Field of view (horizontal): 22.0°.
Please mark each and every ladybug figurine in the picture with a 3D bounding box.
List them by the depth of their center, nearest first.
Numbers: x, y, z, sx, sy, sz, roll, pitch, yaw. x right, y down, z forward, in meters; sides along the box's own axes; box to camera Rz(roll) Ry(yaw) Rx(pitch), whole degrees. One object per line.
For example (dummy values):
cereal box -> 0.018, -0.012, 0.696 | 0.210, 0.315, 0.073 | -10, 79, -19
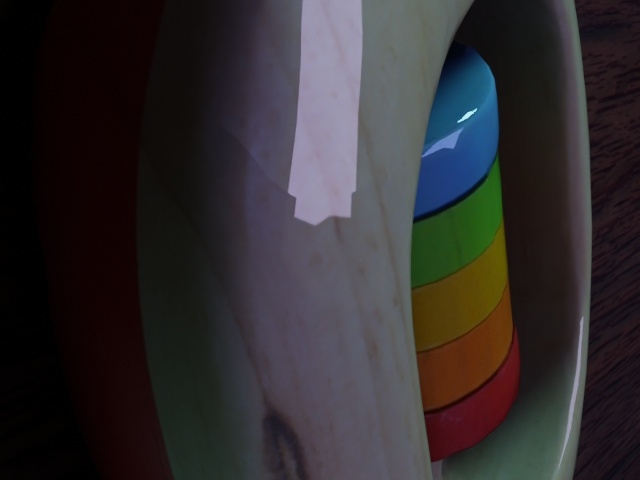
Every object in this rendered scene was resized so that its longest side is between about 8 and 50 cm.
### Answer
ladybug figurine -> 0.000, 0.000, 0.655 | 0.305, 0.162, 0.449 | -51, 141, -50
